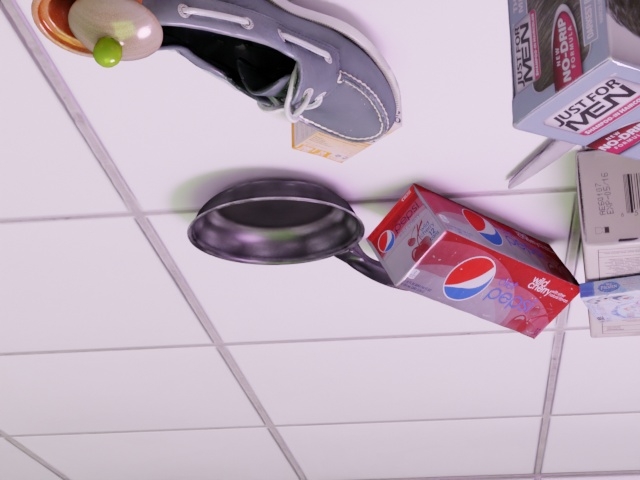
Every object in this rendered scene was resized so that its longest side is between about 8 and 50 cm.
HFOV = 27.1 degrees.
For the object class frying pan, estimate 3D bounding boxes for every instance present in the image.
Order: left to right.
[{"bbox_3d":[0.010,-0.011,1.503,0.326,0.053,0.197,7,157,-23],"label":"frying pan"}]

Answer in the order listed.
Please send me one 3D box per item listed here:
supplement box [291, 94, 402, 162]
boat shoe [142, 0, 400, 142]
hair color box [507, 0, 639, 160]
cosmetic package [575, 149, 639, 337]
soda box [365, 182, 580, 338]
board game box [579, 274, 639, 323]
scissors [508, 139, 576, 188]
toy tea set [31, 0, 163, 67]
[{"bbox_3d":[0.024,-0.113,1.268,0.062,0.036,0.098,14,153,-32],"label":"supplement box"},{"bbox_3d":[-0.048,-0.142,1.087,0.116,0.099,0.319,-19,146,34],"label":"boat shoe"},{"bbox_3d":[0.319,-0.148,0.989,0.374,0.185,0.113,11,156,-26],"label":"hair color box"},{"bbox_3d":[0.369,0.007,1.474,0.160,0.113,0.309,-5,158,10],"label":"cosmetic package"},{"bbox_3d":[0.180,0.027,1.517,0.263,0.083,0.092,21,117,-43],"label":"soda box"},{"bbox_3d":[0.334,0.063,1.436,0.090,0.020,0.090,-8,156,21],"label":"board game box"},{"bbox_3d":[0.266,-0.109,1.304,0.109,0.021,0.297,0,157,-7],"label":"scissors"},{"bbox_3d":[-0.220,-0.212,0.807,0.336,0.124,0.200,31,142,-30],"label":"toy tea set"}]
